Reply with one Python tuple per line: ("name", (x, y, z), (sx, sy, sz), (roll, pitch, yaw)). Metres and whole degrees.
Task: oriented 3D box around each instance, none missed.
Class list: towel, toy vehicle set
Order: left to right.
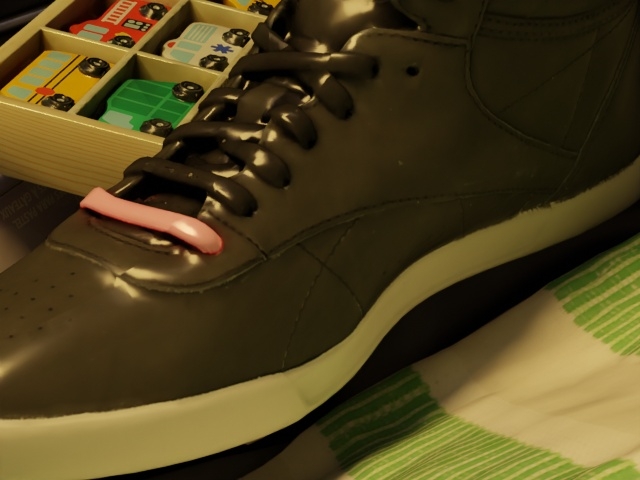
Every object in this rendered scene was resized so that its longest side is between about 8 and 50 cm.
("toy vehicle set", (-0.052, -0.083, 0.921), (0.166, 0.035, 0.267), (15, 27, 8))
("towel", (0.051, 0.042, 0.469), (0.324, 0.038, 0.248), (-26, 2, -8))

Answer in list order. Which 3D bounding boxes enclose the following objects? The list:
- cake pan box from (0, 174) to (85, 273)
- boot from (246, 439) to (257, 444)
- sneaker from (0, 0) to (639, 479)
("cake pan box", (-0.237, 0.017, 0.940), (0.266, 0.070, 0.246), (-8, 21, 37))
("boot", (0.000, 0.000, 0.687), (0.213, 0.077, 0.165), (-24, 17, 12))
("sneaker", (-0.008, -0.045, 0.544), (0.104, 0.147, 0.295), (22, 37, 40))
